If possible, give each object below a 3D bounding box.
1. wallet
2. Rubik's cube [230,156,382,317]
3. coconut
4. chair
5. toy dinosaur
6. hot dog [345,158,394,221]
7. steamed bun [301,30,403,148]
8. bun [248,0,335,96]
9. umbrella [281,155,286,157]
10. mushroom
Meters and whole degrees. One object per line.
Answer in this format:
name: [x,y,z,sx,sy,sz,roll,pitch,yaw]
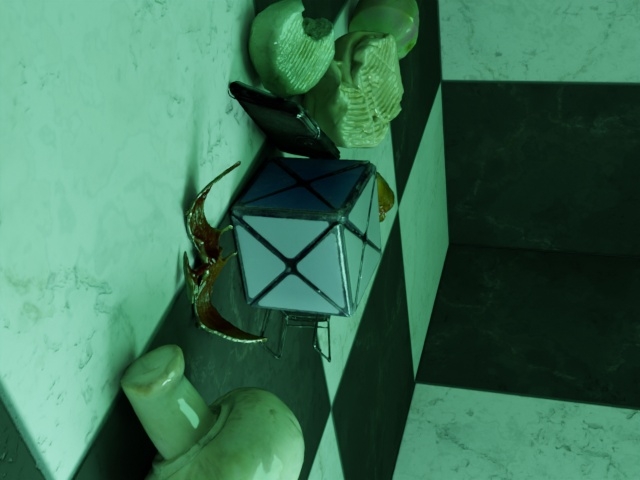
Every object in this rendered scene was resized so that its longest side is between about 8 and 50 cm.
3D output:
wallet: [-0.064,-0.233,1.770,0.045,0.172,0.318,-68,161,-7]
Rubik's cube: [-0.025,-0.011,1.811,0.260,0.259,0.255,-56,145,-51]
coconut: [0.186,-0.613,2.442,0.204,0.236,0.236,37,51,-28]
chair: [-0.043,0.161,1.993,0.145,0.140,0.221,57,37,-64]
toy dinosaur: [-0.175,0.025,1.563,0.206,0.113,0.327,17,76,-73]
hot dog: [0.119,-0.135,2.432,0.117,0.158,0.349,-66,165,-3]
steamed bun: [0.061,-0.373,2.098,0.276,0.203,0.289,-7,100,-47]
bun: [-0.070,-0.412,1.771,0.204,0.126,0.212,-49,142,-20]
umbrella: [-0.093,-0.173,1.943,0.031,0.020,0.083,-50,-179,29]
mushroom: [-0.157,0.352,1.376,0.315,0.315,0.356,-53,156,-61]
